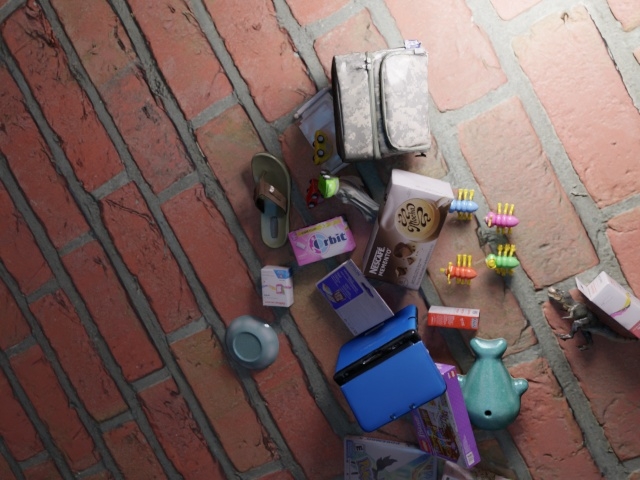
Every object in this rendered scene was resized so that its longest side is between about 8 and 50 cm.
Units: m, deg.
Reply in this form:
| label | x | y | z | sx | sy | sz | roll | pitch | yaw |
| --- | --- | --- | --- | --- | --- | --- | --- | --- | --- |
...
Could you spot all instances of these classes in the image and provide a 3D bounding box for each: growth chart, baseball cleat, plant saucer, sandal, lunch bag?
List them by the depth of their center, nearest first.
| label | x | y | z | sx | sy | sz | roll | pitch | yaw |
| --- | --- | --- | --- | --- | --- | --- | --- | --- | --- |
| lunch bag | 0.166 | -0.366 | 1.602 | 0.256 | 0.212 | 0.305 | -5 | 99 | -1 |
| baseball cleat | 0.131 | -0.121 | 1.733 | 0.206 | 0.109 | 0.072 | 36 | 132 | -23 |
| growth chart | 0.030 | -0.319 | 1.748 | 0.172 | 0.021 | 0.237 | -28 | 92 | 21 |
| sandal | -0.149 | -0.118 | 1.814 | 0.120 | 0.086 | 0.302 | -3 | 101 | 18 |
| plant saucer | -0.234 | 0.343 | 1.970 | 0.195 | 0.037 | 0.194 | 4 | 103 | 18 |

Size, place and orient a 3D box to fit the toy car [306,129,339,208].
| label | x | y | z | sx | sy | sz | roll | pitch | yaw |
| --- | --- | --- | --- | --- | --- | --- | --- | --- | --- |
| toy car | 0.013 | -0.173 | 1.682 | 0.053 | 0.225 | 0.238 | 2 | 114 | -14 |

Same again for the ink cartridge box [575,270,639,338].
| label | x | y | z | sx | sy | sz | roll | pitch | yaw |
| --- | --- | --- | --- | --- | --- | --- | --- | --- | --- |
| ink cartridge box | 0.770 | 0.154 | 1.562 | 0.198 | 0.115 | 0.067 | 39 | 111 | 6 |

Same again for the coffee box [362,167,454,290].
| label | x | y | z | sx | sy | sz | roll | pitch | yaw |
| --- | --- | --- | --- | --- | --- | --- | --- | --- | --- |
| coffee box | 0.233 | -0.028 | 1.649 | 0.168 | 0.119 | 0.297 | 15 | 117 | -3 |

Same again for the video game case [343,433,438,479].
| label | x | y | z | sx | sy | sz | roll | pitch | yaw |
| --- | --- | --- | --- | --- | --- | --- | --- | --- | --- |
| video game case | 0.223 | 0.798 | 1.922 | 0.300 | 0.036 | 0.328 | 3 | 102 | 17 |

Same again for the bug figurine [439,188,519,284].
| label | x | y | z | sx | sy | sz | roll | pitch | yaw |
| --- | --- | --- | --- | --- | --- | --- | --- | --- | --- |
| bug figurine | 0.439 | -0.001 | 1.659 | 0.216 | 0.072 | 0.278 | 1 | 102 | 17 |

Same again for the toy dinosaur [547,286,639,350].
| label | x | y | z | sx | sy | sz | roll | pitch | yaw |
| --- | --- | --- | --- | --- | --- | --- | --- | --- | --- |
| toy dinosaur | 0.719 | 0.238 | 1.629 | 0.268 | 0.064 | 0.118 | 35 | 103 | 5 |

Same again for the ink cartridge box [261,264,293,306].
| label | x | y | z | sx | sy | sz | roll | pitch | yaw |
| --- | --- | --- | --- | --- | --- | --- | --- | --- | --- |
| ink cartridge box | -0.136 | 0.145 | 1.886 | 0.089 | 0.052 | 0.122 | 2 | 103 | 17 |

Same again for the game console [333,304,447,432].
| label | x | y | z | sx | sy | sz | roll | pitch | yaw |
| --- | --- | --- | --- | --- | --- | --- | --- | --- | --- |
| game console | 0.202 | 0.367 | 1.740 | 0.293 | 0.250 | 0.173 | -34 | 104 | 21 |

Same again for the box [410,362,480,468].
| label | x | y | z | sx | sy | sz | roll | pitch | yaw |
| --- | --- | --- | --- | --- | --- | --- | --- | --- | --- |
| box | 0.343 | 0.498 | 1.749 | 0.201 | 0.057 | 0.293 | -4 | 104 | 58 |

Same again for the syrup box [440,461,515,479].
| label | x | y | z | sx | sy | sz | roll | pitch | yaw |
| --- | --- | --- | --- | --- | --- | --- | --- | --- | --- |
| syrup box | 0.481 | 0.754 | 1.798 | 0.237 | 0.093 | 0.096 | 13 | 106 | 15 |

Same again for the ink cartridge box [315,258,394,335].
| label | x | y | z | sx | sy | sz | roll | pitch | yaw |
| --- | --- | --- | --- | --- | --- | --- | --- | --- | --- |
| ink cartridge box | 0.107 | 0.166 | 1.771 | 0.206 | 0.045 | 0.208 | 53 | 140 | 2 |

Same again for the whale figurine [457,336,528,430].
| label | x | y | z | sx | sy | sz | roll | pitch | yaw |
| --- | --- | --- | --- | --- | --- | --- | --- | --- | --- |
| whale figurine | 0.478 | 0.413 | 1.697 | 0.216 | 0.141 | 0.271 | 1 | 105 | 18 |

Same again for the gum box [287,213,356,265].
| label | x | y | z | sx | sy | sz | roll | pitch | yaw |
| --- | --- | --- | --- | --- | --- | --- | --- | --- | --- |
| gum box | 0.000 | 0.000 | 1.805 | 0.189 | 0.062 | 0.107 | -18 | 96 | 20 |

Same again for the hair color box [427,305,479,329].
| label | x | y | z | sx | sy | sz | roll | pitch | yaw |
| --- | --- | --- | --- | --- | --- | --- | --- | --- | --- |
| hair color box | 0.385 | 0.222 | 1.725 | 0.141 | 0.072 | 0.043 | 3 | 102 | 18 |
